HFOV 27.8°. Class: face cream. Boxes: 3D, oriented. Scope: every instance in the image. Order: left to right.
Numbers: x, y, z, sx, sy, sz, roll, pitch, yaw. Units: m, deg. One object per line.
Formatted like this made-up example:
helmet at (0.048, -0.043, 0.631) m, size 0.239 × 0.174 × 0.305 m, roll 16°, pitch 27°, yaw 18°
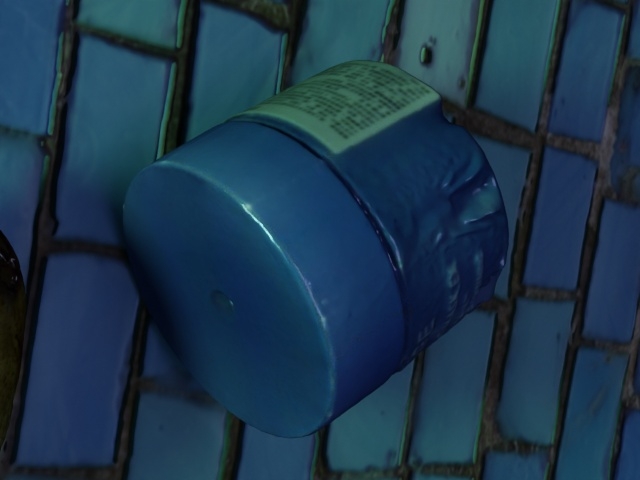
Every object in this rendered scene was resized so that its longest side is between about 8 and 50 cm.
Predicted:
face cream at (0.000, 0.000, 1.053) m, size 0.225 × 0.249 × 0.249 m, roll -34°, pitch 117°, yaw -31°

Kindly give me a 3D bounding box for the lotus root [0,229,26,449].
lotus root at (-0.284, 0.067, 0.915) m, size 0.145 × 0.128 × 0.260 m, roll 1°, pitch 95°, yaw -29°
